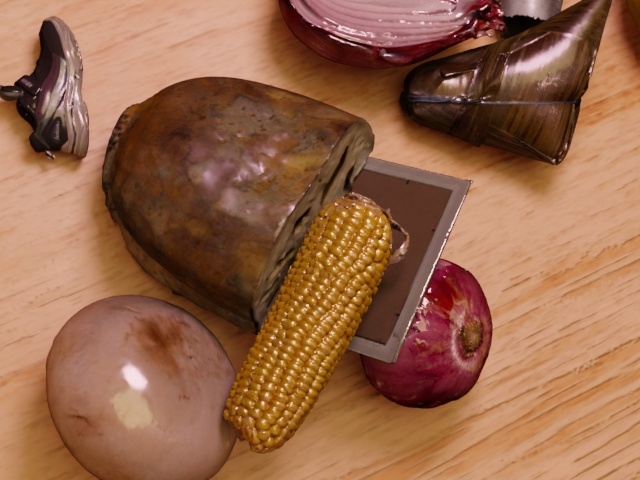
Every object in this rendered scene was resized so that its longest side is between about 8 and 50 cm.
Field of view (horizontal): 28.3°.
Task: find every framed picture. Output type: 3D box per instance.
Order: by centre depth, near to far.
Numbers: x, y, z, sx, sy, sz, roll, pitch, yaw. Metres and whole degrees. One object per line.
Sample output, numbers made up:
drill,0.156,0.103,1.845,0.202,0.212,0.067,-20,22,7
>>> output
framed picture,0.000,0.000,1.437,0.293,0.018,0.231,16,70,27

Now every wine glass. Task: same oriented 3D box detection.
wine glass,0.275,-0.369,1.636,0.103,0.103,0.222,11,73,-12

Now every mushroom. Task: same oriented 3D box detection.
mushroom,-0.193,0.168,1.351,0.226,0.178,0.227,34,40,-34

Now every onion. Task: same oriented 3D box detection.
onion,0.118,0.105,1.452,0.177,0.153,0.177,-6,105,-24
onion,0.085,-0.282,1.545,0.283,0.120,0.227,19,60,2

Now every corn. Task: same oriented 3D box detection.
corn,-0.009,0.088,1.329,0.106,0.106,0.293,29,77,-7

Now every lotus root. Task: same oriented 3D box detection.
lotus root,-0.116,-0.083,1.400,0.260,0.149,0.267,27,71,16

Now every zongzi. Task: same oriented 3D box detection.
zongzi,0.228,-0.229,1.547,0.220,0.112,0.242,15,106,-8

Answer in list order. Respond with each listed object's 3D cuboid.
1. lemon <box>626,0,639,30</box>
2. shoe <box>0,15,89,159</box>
lemon,0.523,-0.335,1.620,0.267,0.267,0.267,3,76,-14
shoe,-0.319,-0.171,1.449,0.099,0.071,0.169,-9,83,-14
